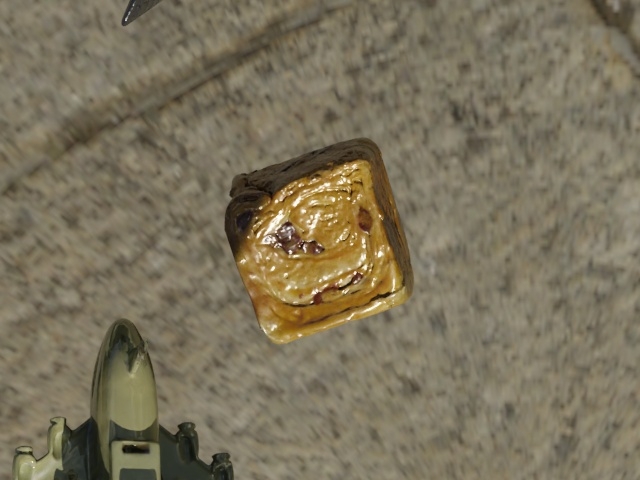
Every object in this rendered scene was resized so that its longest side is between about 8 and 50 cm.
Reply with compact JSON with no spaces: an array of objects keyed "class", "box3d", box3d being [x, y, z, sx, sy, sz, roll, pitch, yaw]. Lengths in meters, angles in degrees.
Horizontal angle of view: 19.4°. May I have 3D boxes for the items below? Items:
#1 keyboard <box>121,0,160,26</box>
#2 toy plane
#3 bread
[{"class":"keyboard","box3d":[-0.062,-0.171,1.041,0.011,0.202,0.067,30,116,3]},{"class":"toy plane","box3d":[-0.138,0.176,1.333,0.242,0.104,0.256,4,75,-16]},{"class":"bread","box3d":[0.000,0.000,1.680,0.149,0.143,0.158,-13,103,11]}]
